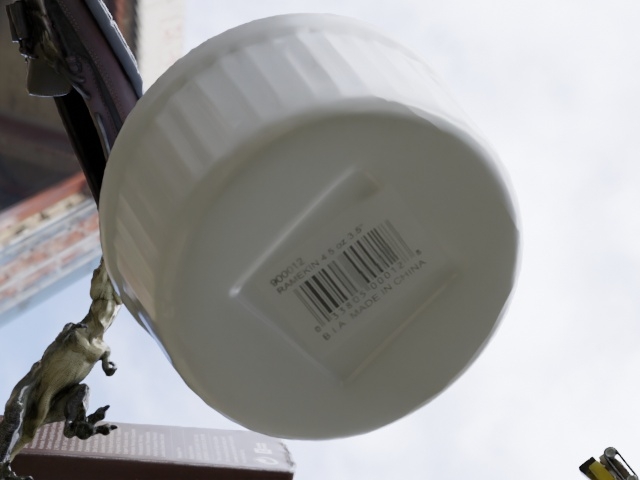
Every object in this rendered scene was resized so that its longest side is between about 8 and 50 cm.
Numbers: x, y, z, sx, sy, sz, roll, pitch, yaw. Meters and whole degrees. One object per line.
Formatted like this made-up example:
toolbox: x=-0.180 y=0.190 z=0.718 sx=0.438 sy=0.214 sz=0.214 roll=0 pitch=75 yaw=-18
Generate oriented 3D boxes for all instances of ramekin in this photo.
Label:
ramekin: x=0.000 y=0.000 z=0.910 sx=0.135 sy=0.277 sz=0.277 roll=-126 pitch=-145 yaw=-58

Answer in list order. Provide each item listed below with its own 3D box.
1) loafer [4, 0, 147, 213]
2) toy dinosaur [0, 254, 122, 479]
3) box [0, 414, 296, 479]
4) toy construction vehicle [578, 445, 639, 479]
loafer: x=-0.196 y=-0.121 z=1.128 sx=0.302 sy=0.095 sz=0.109 roll=61 pitch=-14 yaw=-21
toy dinosaur: x=-0.214 y=0.130 z=1.034 sx=0.064 sy=0.118 sz=0.268 roll=36 pitch=-81 yaw=-27
box: x=-0.224 y=0.267 z=1.225 sx=0.381 sy=0.143 sz=0.191 roll=5 pitch=-84 yaw=-9
toy construction vehicle: x=0.203 y=0.183 z=0.905 sx=0.098 sy=0.035 sz=0.086 roll=55 pitch=-3 yaw=39
